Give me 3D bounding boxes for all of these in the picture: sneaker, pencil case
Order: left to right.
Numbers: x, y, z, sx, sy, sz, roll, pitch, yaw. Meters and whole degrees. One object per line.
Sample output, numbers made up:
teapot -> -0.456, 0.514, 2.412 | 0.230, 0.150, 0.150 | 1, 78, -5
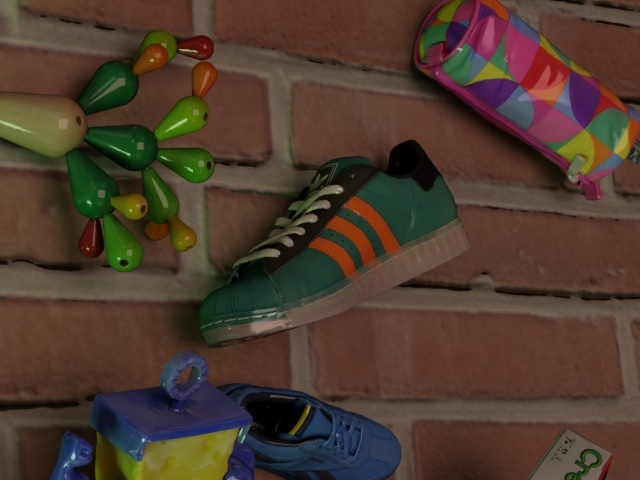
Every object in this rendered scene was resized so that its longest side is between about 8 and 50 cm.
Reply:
sneaker -> -0.005, 0.166, 1.513 | 0.209, 0.082, 0.069 | 18, 69, -32
sneaker -> 0.000, 0.000, 1.539 | 0.302, 0.108, 0.121 | -24, 94, -44
pencil case -> 0.198, -0.140, 1.706 | 0.236, 0.104, 0.104 | 34, 63, -23

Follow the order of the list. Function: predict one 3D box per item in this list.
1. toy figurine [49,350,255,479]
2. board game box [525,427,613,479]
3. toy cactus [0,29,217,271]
toy figurine -> -0.079, 0.188, 1.341 | 0.362, 0.191, 0.217 | -5, 109, -42
board game box -> 0.135, 0.321, 1.520 | 0.053, 0.193, 0.305 | 31, 57, 18
toy cactus -> -0.173, -0.082, 1.450 | 0.180, 0.112, 0.219 | 14, 74, -12
